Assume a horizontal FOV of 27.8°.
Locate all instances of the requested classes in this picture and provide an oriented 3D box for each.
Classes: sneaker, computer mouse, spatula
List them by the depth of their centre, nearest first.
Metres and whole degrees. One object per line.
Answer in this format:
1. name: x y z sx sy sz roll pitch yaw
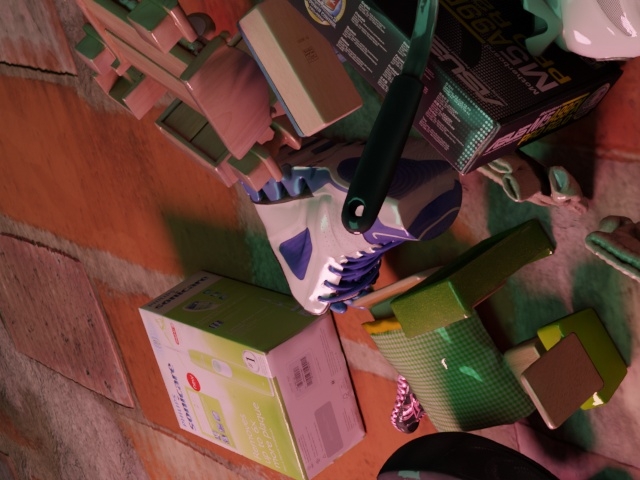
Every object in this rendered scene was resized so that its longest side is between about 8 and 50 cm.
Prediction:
1. sneaker: 0.230 -0.292 0.959 0.146 0.122 0.330 10 125 27
2. spatula: 0.072 -0.145 0.968 0.084 0.030 0.296 20 96 27
3. computer mouse: 0.186 0.260 1.406 0.272 0.072 0.188 19 154 -23
4. sneaker: 0.039 -0.010 1.407 0.316 0.127 0.182 11 123 52
5. sneaker: 0.120 0.197 1.559 0.057 0.047 0.119 26 138 23

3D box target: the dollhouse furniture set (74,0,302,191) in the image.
1. dollhouse furniture set: -0.137 -0.230 1.286 0.303 0.174 0.355 36 168 29

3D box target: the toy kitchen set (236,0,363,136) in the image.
1. toy kitchen set: 0.004 -0.175 1.240 0.166 0.207 0.122 -26 95 55

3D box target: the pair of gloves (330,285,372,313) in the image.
1. pair of gloves: 0.000 0.000 1.566 0.159 0.023 0.198 28 137 37

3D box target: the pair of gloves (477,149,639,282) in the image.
1. pair of gloves: 0.236 -0.024 1.111 0.240 0.204 0.042 38 104 32

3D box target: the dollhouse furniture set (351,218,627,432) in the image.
1. dollhouse furniture set: 0.134 0.130 1.356 0.301 0.151 0.197 -27 94 52

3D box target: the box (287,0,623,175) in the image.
1. box: 0.099 -0.191 1.093 0.270 0.216 0.060 47 130 17

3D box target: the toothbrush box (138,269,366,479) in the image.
1. toothbrush box: -0.095 0.177 1.748 0.283 0.122 0.206 15 128 48
